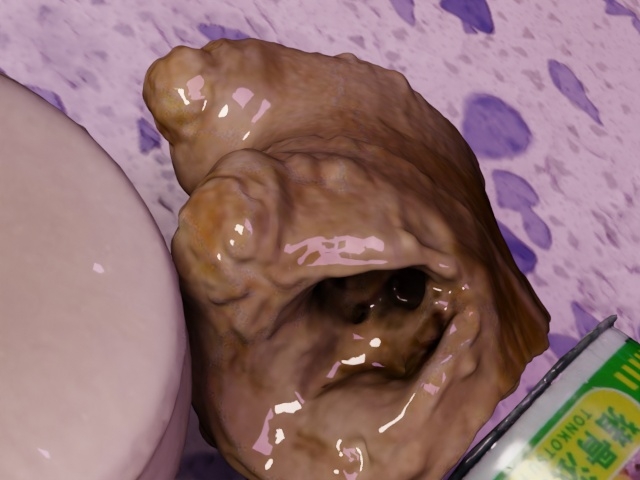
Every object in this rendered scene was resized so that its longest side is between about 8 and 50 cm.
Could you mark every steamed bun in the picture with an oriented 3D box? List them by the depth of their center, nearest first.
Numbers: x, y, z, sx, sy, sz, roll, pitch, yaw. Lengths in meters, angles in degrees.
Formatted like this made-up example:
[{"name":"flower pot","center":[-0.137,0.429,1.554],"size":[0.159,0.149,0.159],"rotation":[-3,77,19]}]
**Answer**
[{"name":"steamed bun","center":[-0.161,0.048,0.413],"size":[0.232,0.145,0.231],"rotation":[15,48,-17]}]

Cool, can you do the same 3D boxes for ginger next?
[{"name":"ginger","center":[0.000,0.000,0.558],"size":[0.221,0.130,0.276],"rotation":[55,15,7]}]

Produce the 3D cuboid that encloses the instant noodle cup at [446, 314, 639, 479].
[{"name":"instant noodle cup","center":[0.156,0.164,0.532],"size":[0.233,0.207,0.207],"rotation":[42,40,15]}]
